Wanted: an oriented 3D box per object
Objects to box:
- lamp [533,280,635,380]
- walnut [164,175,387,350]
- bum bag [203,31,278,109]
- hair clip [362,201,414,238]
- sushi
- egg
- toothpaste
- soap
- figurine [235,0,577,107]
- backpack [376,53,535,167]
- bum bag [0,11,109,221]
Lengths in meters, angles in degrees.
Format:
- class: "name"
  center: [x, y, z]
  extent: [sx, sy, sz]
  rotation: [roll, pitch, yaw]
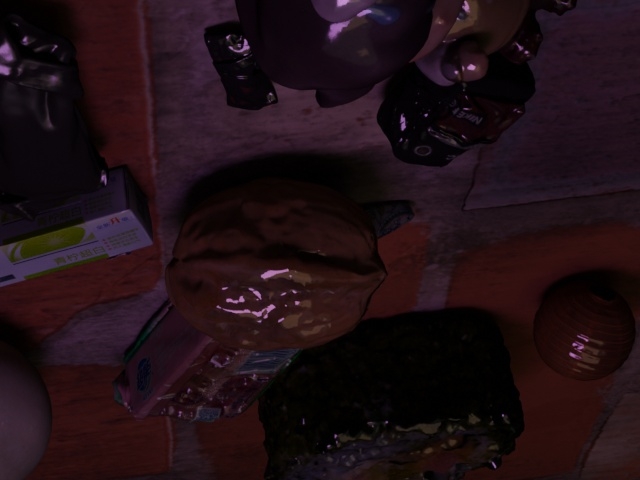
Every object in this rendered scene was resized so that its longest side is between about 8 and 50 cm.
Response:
- class: "lamp"
  center: [0.346, 0.118, 2.153]
  extent: [0.136, 0.136, 0.136]
  rotation: [-8, 149, -5]
- class: "walnut"
  center: [-0.048, 0.026, 1.811]
  extent: [0.244, 0.198, 0.198]
  rotation: [4, 149, 1]
- class: "bum bag"
  center: [-0.077, -0.168, 1.632]
  extent: [0.057, 0.034, 0.124]
  rotation: [-2, 151, 12]
- class: "hair clip"
  center: [-0.001, 0.000, 1.923]
  extent: [0.229, 0.066, 0.036]
  rotation: [-18, 177, 5]
- class: "sushi"
  center: [0.089, 0.241, 2.232]
  extent: [0.351, 0.178, 0.294]
  rotation: [-8, 151, -4]
- class: "egg"
  center: [-0.422, 0.212, 2.000]
  extent: [0.186, 0.187, 0.253]
  rotation: [-15, 150, 6]
- class: "toothpaste"
  center: [-0.355, 0.007, 1.803]
  extent: [0.336, 0.067, 0.081]
  rotation: [-16, 146, 7]
- class: "soap"
  center: [-0.117, 0.133, 2.059]
  extent: [0.217, 0.098, 0.273]
  rotation: [8, 145, -29]
- class: "figurine"
  center: [0.085, -0.208, 1.450]
  extent: [0.365, 0.206, 0.218]
  rotation: [15, 140, -37]
- class: "backpack"
  center: [0.136, -0.138, 1.683]
  extent: [0.120, 0.106, 0.165]
  rotation: [3, 144, -31]
- class: "bum bag"
  center: [-0.284, -0.120, 1.609]
  extent: [0.142, 0.080, 0.326]
  rotation: [-1, 152, -3]
